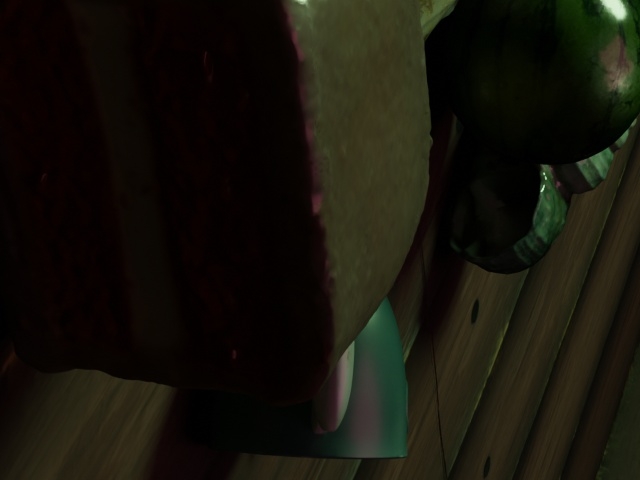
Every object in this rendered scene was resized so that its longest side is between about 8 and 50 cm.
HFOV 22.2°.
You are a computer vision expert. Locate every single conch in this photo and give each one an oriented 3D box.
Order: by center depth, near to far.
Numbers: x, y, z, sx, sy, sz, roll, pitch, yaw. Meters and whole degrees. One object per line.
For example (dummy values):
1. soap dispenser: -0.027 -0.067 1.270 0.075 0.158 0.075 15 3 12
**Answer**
1. conch: 0.259 -0.089 1.978 0.195 0.277 0.220 59 1 -24

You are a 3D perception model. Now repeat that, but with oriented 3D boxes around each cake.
1. cake: -0.071 -0.081 0.992 0.230 0.237 0.309 -60 150 -51

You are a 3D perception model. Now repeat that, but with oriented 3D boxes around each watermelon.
1. watermelon: 0.249 -0.205 1.796 0.242 0.242 0.242 10 90 -70

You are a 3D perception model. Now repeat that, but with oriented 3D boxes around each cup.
1. cup: -0.008 0.094 1.369 0.299 0.167 0.173 148 -56 -81

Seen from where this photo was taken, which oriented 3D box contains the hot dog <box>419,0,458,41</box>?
1. hot dog: 0.062 -0.247 1.501 0.270 0.081 0.163 -46 132 -45
